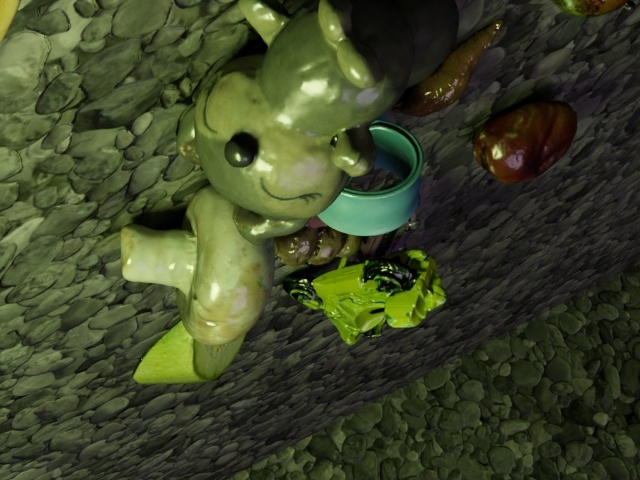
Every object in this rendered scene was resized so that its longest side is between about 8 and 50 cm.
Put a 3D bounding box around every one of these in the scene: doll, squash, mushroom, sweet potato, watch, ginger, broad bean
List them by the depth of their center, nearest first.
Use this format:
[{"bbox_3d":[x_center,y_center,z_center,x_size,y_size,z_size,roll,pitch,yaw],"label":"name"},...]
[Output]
[{"bbox_3d":[0.012,-0.165,1.482,0.378,0.252,0.382,-9,156,-46],"label":"doll"},{"bbox_3d":[-0.187,0.034,1.701,0.243,0.243,0.243,-28,159,-12],"label":"mushroom"},{"bbox_3d":[0.067,-0.110,1.712,0.211,0.193,0.211,-29,146,-22],"label":"watch"},{"bbox_3d":[0.209,-0.257,1.804,0.226,0.068,0.068,-41,158,19],"label":"sweet potato"},{"bbox_3d":[0.000,0.000,2.055,0.204,0.080,0.104,-1,137,-53],"label":"ginger"},{"bbox_3d":[0.382,-0.190,2.128,0.228,0.122,0.156,-27,134,-31],"label":"broad bean"},{"bbox_3d":[-0.266,0.201,2.215,0.237,0.155,0.204,30,79,-65],"label":"squash"}]

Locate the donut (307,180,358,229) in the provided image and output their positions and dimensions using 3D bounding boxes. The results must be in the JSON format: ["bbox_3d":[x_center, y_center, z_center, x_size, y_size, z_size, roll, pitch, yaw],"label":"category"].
[{"bbox_3d":[-0.001,-0.070,1.916,0.117,0.065,0.166,-40,157,13],"label":"donut"}]

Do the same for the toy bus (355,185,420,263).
[{"bbox_3d":[0.117,-0.023,2.164,0.098,0.087,0.178,-18,158,-19],"label":"toy bus"}]

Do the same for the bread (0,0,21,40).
[{"bbox_3d":[-0.295,-0.281,0.980,0.142,0.091,0.305,-21,158,-49],"label":"bread"}]

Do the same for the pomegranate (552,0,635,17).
[{"bbox_3d":[0.378,-0.401,1.610,0.156,0.156,0.220,-37,155,11],"label":"pomegranate"}]

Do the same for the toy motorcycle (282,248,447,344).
[{"bbox_3d":[0.090,0.108,2.160,0.206,0.142,0.342,26,156,-33],"label":"toy motorcycle"}]
